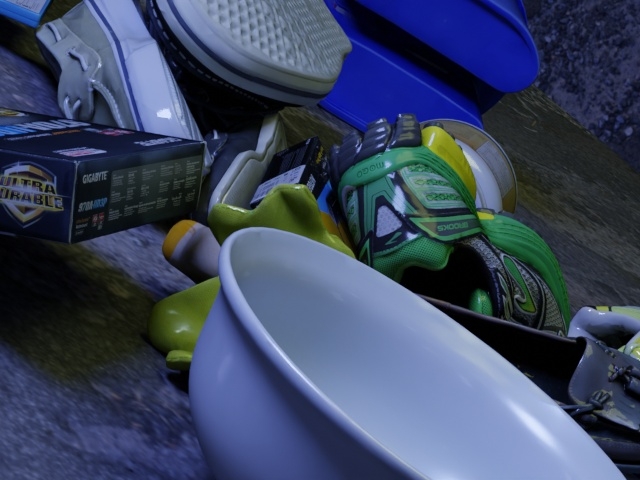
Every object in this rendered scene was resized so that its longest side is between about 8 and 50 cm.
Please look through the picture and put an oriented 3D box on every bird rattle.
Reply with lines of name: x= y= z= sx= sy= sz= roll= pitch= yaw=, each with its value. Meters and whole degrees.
bird rattle: x=-0.003 y=0.050 z=1.257 sx=0.253 sy=0.143 sz=0.207 roll=28 pitch=-1 yaw=-37

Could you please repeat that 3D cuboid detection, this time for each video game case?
video game case: x=-0.315 y=-0.231 z=1.583 sx=0.166 sy=0.015 sz=0.119 roll=21 pitch=17 yaw=-8

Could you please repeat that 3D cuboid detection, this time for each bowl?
bowl: x=0.033 y=0.133 z=1.038 sx=0.298 sy=0.134 sz=0.298 roll=33 pitch=14 yaw=-9

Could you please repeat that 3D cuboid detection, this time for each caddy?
caddy: x=0.103 y=-0.251 z=2.216 sx=0.341 sy=0.241 sz=0.179 roll=30 pitch=20 yaw=-23

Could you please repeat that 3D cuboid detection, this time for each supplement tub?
supplement tub: x=0.104 y=-0.035 z=1.713 sx=0.144 sy=0.144 sz=0.199 roll=37 pitch=15 yaw=5

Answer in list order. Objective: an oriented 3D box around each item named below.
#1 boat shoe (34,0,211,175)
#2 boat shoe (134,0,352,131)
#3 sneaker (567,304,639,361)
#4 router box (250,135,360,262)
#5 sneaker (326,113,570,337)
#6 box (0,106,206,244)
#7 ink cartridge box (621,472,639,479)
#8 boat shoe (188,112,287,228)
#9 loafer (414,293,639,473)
boat shoe: x=-0.162 y=-0.114 z=1.478 sx=0.109 sy=0.094 sz=0.302 roll=65 pitch=-4 yaw=-30
boat shoe: x=-0.084 y=-0.183 z=1.707 sx=0.187 sy=0.156 sz=0.500 roll=57 pitch=9 yaw=-1
sneaker: x=0.330 y=0.167 z=1.649 sx=0.147 sy=0.145 sz=0.385 roll=21 pitch=8 yaw=-19
router box: x=0.000 y=0.000 z=1.450 sx=0.179 sy=0.046 sz=0.133 roll=-74 pitch=139 yaw=-74
sneaker: x=0.109 y=0.046 z=1.491 sx=0.343 sy=0.134 sz=0.146 roll=42 pitch=33 yaw=-49
box: x=-0.189 y=-0.045 z=1.126 sx=0.175 sy=0.051 sz=0.220 roll=10 pitch=9 yaw=15
ink cartridge box: x=0.286 y=0.222 z=1.431 sx=0.371 sy=0.069 sz=0.176 roll=38 pitch=14 yaw=27
boat shoe: x=-0.080 y=-0.044 z=1.508 sx=0.079 sy=0.084 sz=0.233 roll=-1 pitch=20 yaw=9
loafer: x=0.170 y=0.105 z=1.367 sx=0.267 sy=0.084 sz=0.096 roll=12 pitch=36 yaw=-3
